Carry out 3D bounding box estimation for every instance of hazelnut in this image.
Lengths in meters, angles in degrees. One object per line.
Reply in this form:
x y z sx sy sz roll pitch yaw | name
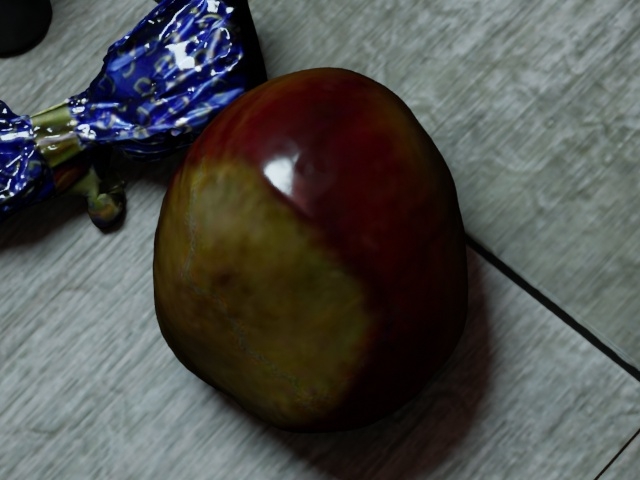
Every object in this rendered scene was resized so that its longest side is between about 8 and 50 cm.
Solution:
0.000 0.000 1.049 0.229 0.229 0.229 -3 68 8 | hazelnut

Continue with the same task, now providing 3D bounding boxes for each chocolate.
-0.194 -0.069 1.160 0.343 0.126 0.148 -22 108 4 | chocolate

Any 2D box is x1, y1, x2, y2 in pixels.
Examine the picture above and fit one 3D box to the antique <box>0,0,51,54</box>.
-0.304 -0.323 1.204 0.185 0.255 0.322 -41 65 -6 | antique
